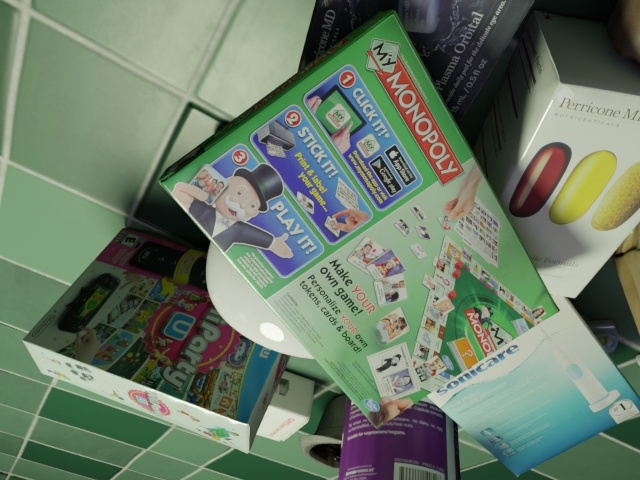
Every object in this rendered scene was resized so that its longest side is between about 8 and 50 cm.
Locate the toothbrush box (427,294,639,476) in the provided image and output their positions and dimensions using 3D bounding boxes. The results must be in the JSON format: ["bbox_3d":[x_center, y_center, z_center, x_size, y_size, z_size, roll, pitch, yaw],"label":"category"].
[{"bbox_3d":[0.280,0.176,0.724,0.216,0.126,0.295,-38,119,16],"label":"toothbrush box"}]

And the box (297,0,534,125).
[{"bbox_3d":[0.079,-0.202,0.430,0.159,0.093,0.156,17,138,-6],"label":"box"}]

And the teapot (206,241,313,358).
[{"bbox_3d":[0.000,0.000,0.583,0.256,0.252,0.187,6,117,-22],"label":"teapot"}]

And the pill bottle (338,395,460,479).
[{"bbox_3d":[0.126,0.307,0.807,0.182,0.322,0.181,6,138,5],"label":"pill bottle"}]

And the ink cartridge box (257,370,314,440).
[{"bbox_3d":[-0.143,0.324,1.051,0.218,0.092,0.158,24,136,-13],"label":"ink cartridge box"}]

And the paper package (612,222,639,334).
[{"bbox_3d":[0.496,0.058,0.472,0.325,0.309,0.168,-4,134,14],"label":"paper package"}]

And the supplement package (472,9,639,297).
[{"bbox_3d":[0.235,-0.074,0.508,0.139,0.133,0.244,9,138,0],"label":"supplement package"}]

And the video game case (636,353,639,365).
[{"bbox_3d":[0.638,0.178,0.794,0.173,0.022,0.190,24,135,-15],"label":"video game case"}]

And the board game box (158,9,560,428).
[{"bbox_3d":[0.051,0.005,0.447,0.214,0.046,0.317,-35,113,5],"label":"board game box"}]

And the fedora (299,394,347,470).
[{"bbox_3d":[0.084,0.404,1.069,0.244,0.124,0.275,20,146,-7],"label":"fedora"}]

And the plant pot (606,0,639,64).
[{"bbox_3d":[0.299,-0.203,0.347,0.167,0.166,0.165,9,145,1],"label":"plant pot"}]

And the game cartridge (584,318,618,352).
[{"bbox_3d":[0.443,0.155,0.810,0.056,0.017,0.083,-11,134,17],"label":"game cartridge"}]

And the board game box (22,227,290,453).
[{"bbox_3d":[-0.193,0.122,0.702,0.304,0.224,0.097,17,137,8],"label":"board game box"}]
